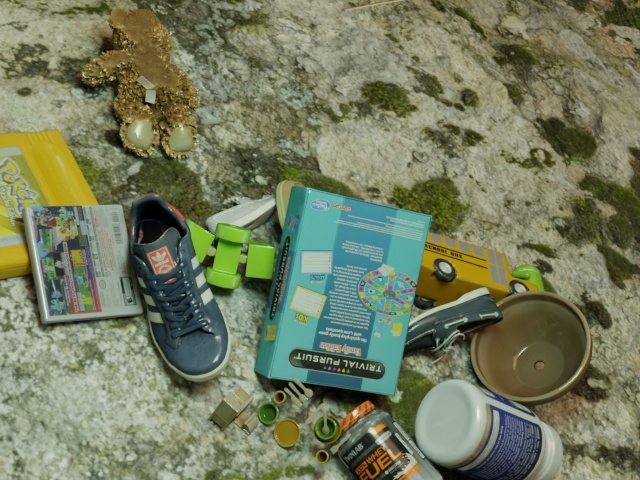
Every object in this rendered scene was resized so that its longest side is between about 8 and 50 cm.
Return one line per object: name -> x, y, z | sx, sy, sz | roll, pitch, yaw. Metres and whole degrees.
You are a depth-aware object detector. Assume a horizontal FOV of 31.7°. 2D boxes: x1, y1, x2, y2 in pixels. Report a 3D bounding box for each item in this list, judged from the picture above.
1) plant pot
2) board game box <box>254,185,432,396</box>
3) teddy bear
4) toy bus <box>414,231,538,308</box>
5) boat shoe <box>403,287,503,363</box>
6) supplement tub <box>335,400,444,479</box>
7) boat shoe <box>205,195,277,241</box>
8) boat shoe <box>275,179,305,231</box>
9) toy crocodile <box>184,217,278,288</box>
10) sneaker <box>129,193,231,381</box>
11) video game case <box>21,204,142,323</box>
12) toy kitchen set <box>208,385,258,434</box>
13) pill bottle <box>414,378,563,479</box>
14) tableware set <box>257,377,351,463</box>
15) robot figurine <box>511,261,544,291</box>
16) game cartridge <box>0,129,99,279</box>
plant pot -> 0.424, 0.227, 2.225 | 0.110, 0.237, 0.237 | 53, 18, -52
board game box -> 0.041, 0.092, 2.012 | 0.253, 0.079, 0.336 | 12, 90, -24
teddy bear -> -0.354, -0.304, 2.264 | 0.245, 0.113, 0.338 | -20, 72, -35
toy bus -> 0.280, 0.075, 2.311 | 0.332, 0.108, 0.130 | 16, 43, -20
boat shoe -> 0.242, 0.175, 2.182 | 0.254, 0.095, 0.079 | -22, 67, -29
supplement tub -> 0.110, 0.374, 1.921 | 0.190, 0.117, 0.117 | 48, 43, 15
boat shoe -> -0.149, -0.053, 2.190 | 0.184, 0.066, 0.063 | -34, 75, -36
boat shoe -> 0.000, 0.000, 2.175 | 0.104, 0.089, 0.285 | 2, 61, -57
toy crocodile -> -0.103, 0.037, 2.076 | 0.340, 0.115, 0.105 | 12, 7, -5
sneaker -> -0.254, 0.072, 1.909 | 0.131, 0.148, 0.350 | -23, 60, -6
video game case -> -0.404, 0.037, 1.914 | 0.183, 0.023, 0.201 | -2, 73, -39
toy kitchen set -> -0.127, 0.281, 1.883 | 0.068, 0.075, 0.083 | 41, 46, 5
pill bottle -> 0.305, 0.352, 2.005 | 0.264, 0.153, 0.153 | 26, 39, -37
tableware set -> -0.032, 0.313, 1.903 | 0.154, 0.104, 0.024 | 45, 1, 23
robot figurine -> 0.446, 0.100, 2.423 | 0.101, 0.067, 0.115 | 40, 33, -38
game cartridge -> -0.546, -0.066, 1.947 | 0.323, 0.053, 0.285 | -13, 61, -39
